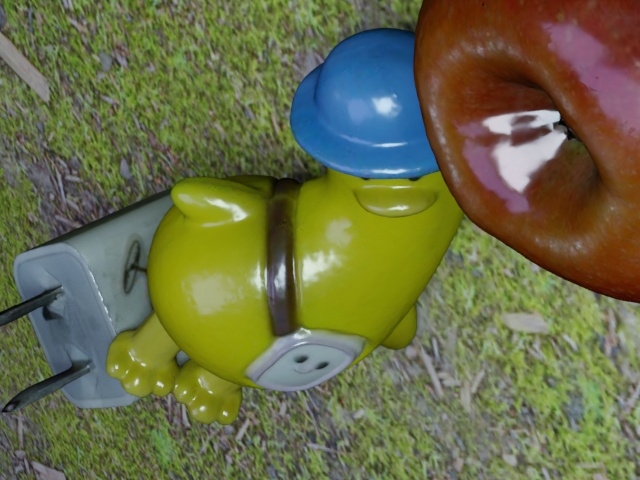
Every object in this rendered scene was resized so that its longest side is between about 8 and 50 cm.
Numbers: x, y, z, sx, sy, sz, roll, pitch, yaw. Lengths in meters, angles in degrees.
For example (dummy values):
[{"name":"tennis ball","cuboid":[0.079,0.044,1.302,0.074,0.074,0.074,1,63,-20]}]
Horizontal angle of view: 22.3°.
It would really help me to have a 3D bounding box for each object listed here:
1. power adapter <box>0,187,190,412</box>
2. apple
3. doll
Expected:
[{"name":"power adapter","cuboid":[-0.159,0.054,1.195,0.125,0.205,0.130,-11,104,54]},{"name":"apple","cuboid":[0.157,-0.080,0.715,0.218,0.201,0.218,35,143,31]},{"name":"doll","cuboid":[0.000,0.000,1.027,0.363,0.199,0.145,-44,32,40]}]
